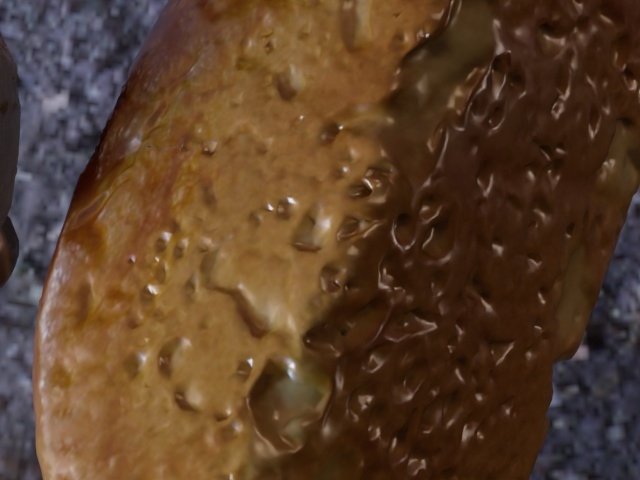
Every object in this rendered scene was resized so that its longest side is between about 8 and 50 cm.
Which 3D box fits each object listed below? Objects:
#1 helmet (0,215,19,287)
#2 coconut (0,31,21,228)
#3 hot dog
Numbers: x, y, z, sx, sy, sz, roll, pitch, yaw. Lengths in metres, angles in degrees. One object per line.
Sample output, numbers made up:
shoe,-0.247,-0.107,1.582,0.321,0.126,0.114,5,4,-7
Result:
helmet,-0.219,-0.003,1.129,0.049,0.065,0.084,-13,96,-10
coconut,-0.247,-0.065,0.833,0.241,0.241,0.241,0,139,0
hot dog,-0.001,-0.001,0.787,0.223,0.405,0.185,14,167,45
